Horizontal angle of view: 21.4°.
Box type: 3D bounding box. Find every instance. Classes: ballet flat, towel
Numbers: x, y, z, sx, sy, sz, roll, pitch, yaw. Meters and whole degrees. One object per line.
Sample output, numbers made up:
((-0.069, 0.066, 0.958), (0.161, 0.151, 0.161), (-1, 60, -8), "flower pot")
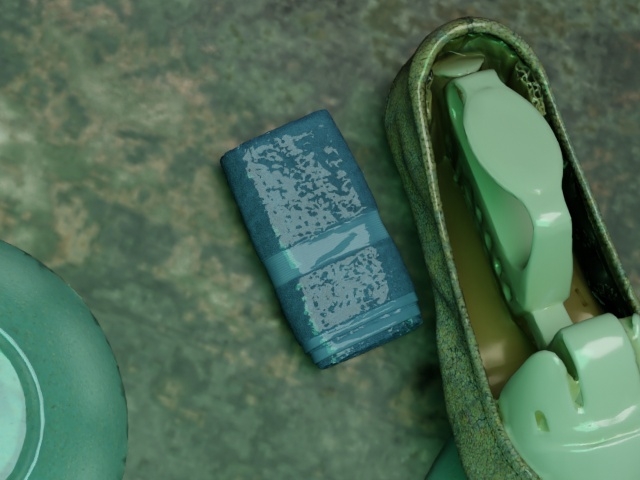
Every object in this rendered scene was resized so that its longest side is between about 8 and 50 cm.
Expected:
((0.103, 0.033, 0.789), (0.108, 0.106, 0.316), (-16, 70, -14), "ballet flat")
((0.000, 0.000, 0.837), (0.067, 0.029, 0.119), (-22, 85, -21), "towel")

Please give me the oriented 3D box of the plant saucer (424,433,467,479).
((0.192, 0.195, 0.844), (0.318, 0.044, 0.317), (4, 77, -16), "plant saucer")

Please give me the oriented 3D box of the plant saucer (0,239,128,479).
((-0.179, 0.082, 0.758), (0.195, 0.037, 0.195), (4, 76, -15), "plant saucer")
